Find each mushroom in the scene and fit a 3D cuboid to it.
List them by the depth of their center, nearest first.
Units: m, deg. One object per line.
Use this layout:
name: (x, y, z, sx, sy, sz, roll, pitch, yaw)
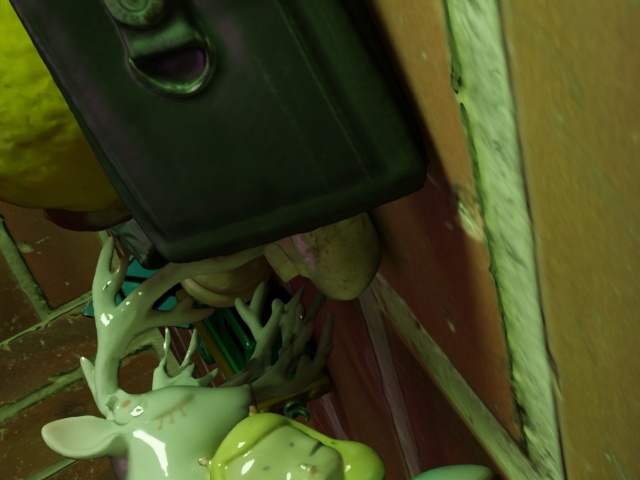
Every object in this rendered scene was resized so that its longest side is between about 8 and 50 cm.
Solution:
mushroom: (0.000, 0.000, 0.864, 0.083, 0.067, 0.083, 57, 179, 2)

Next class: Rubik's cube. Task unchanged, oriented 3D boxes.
Rubik's cube: (-0.174, -0.015, 1.711, 0.178, 0.211, 0.190, 110, 161, -47)

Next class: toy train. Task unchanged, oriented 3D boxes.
toy train: (-0.067, 0.086, 1.370, 0.227, 0.091, 0.136, 55, 157, 40)

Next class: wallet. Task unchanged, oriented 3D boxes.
wallet: (-0.062, -0.106, 0.669, 0.245, 0.169, 0.052, 64, -157, -19)

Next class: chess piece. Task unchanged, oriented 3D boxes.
chess piece: (-0.069, -0.026, 1.141, 0.090, 0.090, 0.200, 58, 158, 20)

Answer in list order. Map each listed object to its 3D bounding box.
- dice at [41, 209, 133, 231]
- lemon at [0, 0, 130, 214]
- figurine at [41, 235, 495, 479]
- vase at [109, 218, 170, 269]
dice: (-0.184, -0.127, 1.148, 0.179, 0.174, 0.175, 53, 164, 37)
lemon: (-0.157, -0.149, 0.813, 0.288, 0.233, 0.233, 63, 170, 7)
figurine: (-0.031, 0.123, 0.951, 0.316, 0.284, 0.206, 29, 155, 17)
vase: (-0.226, -0.112, 1.513, 0.301, 0.156, 0.251, 53, -177, 15)
